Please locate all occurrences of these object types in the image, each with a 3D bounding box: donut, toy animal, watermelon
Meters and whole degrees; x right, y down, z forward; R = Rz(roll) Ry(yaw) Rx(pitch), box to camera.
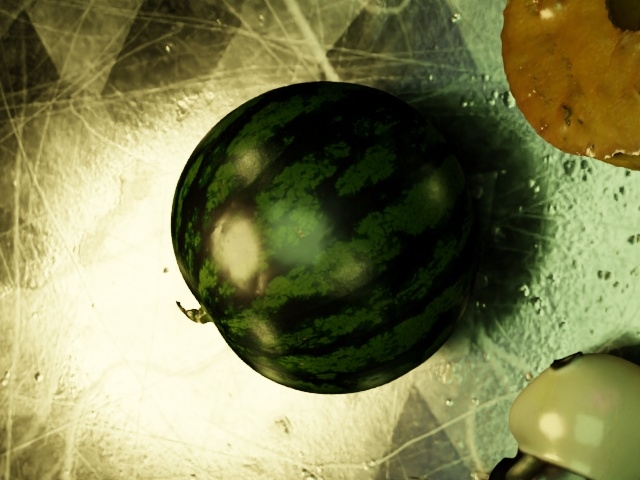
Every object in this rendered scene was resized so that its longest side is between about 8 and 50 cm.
[{"bbox_3d":[0.271,-0.171,1.240,0.277,0.108,0.278,-27,50,38],"label":"donut"},{"bbox_3d":[0.229,0.184,1.329,0.166,0.138,0.179,16,92,3],"label":"toy animal"},{"bbox_3d":[0.005,-0.003,1.354,0.269,0.269,0.269,2,94,25],"label":"watermelon"}]
